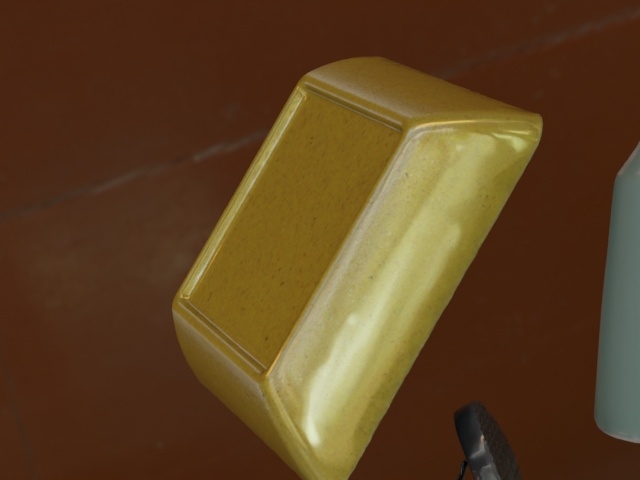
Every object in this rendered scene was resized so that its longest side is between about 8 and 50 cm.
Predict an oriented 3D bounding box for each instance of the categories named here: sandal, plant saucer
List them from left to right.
[{"bbox_3d":[0.000,0.000,1.548,0.081,0.333,0.333,29,91,-27],"label":"plant saucer"},{"bbox_3d":[0.140,0.251,1.475,0.054,0.254,0.097,-16,176,13],"label":"sandal"}]

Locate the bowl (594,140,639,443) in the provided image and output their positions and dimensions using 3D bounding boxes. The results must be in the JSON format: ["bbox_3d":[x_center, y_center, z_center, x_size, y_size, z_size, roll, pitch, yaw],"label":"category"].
[{"bbox_3d":[0.287,-0.007,1.066,0.312,0.163,0.311,-15,-176,1],"label":"bowl"}]
